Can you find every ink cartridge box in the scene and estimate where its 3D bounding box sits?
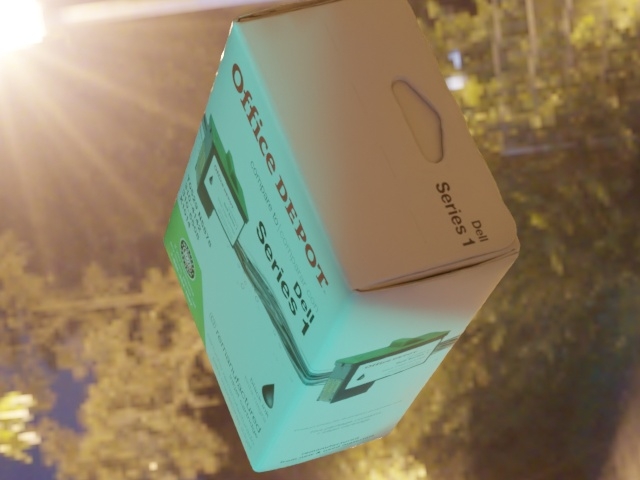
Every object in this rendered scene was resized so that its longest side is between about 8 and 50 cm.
[{"bbox_3d":[0.000,0.000,0.805,0.160,0.092,0.219,66,156,23],"label":"ink cartridge box"}]
